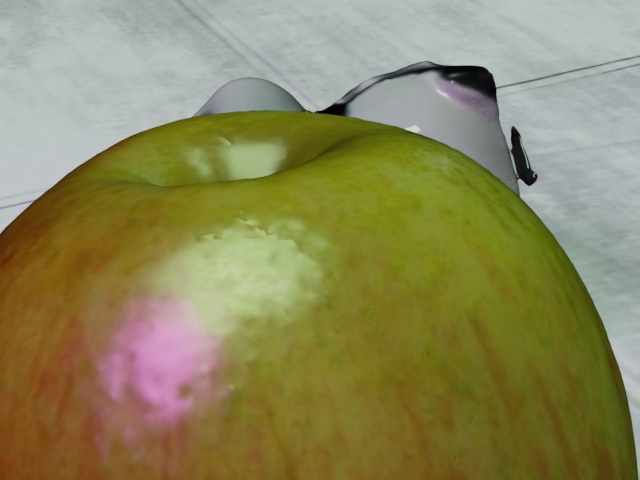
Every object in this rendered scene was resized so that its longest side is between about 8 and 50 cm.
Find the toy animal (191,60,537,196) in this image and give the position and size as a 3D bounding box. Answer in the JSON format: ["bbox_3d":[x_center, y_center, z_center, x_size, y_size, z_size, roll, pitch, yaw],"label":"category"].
[{"bbox_3d":[-0.001,-0.005,1.237,0.266,0.212,0.212,-6,24,-9],"label":"toy animal"}]

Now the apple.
[{"bbox_3d":[-0.025,0.105,0.876,0.339,0.340,0.339,-5,24,2],"label":"apple"}]
